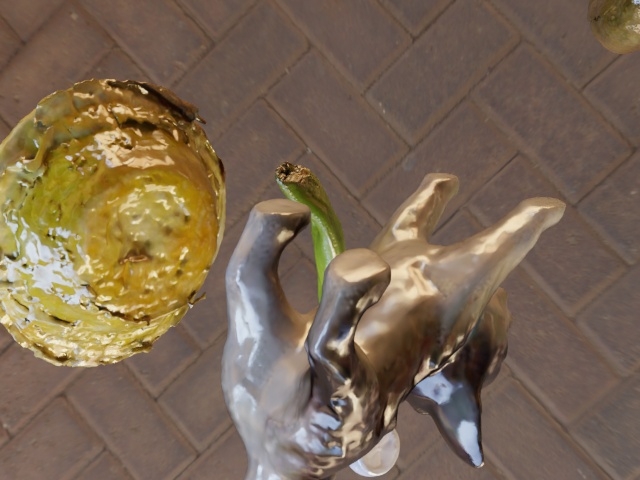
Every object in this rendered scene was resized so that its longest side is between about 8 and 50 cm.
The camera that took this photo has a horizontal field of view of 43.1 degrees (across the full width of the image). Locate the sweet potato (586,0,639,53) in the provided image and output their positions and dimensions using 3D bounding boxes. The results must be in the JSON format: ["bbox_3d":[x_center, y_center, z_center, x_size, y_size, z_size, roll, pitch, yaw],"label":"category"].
[{"bbox_3d":[0.241,-0.180,0.618,0.075,0.273,0.075,10,113,23],"label":"sweet potato"}]

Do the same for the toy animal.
[{"bbox_3d":[0.057,0.108,0.727,0.194,0.344,0.302,25,116,41],"label":"toy animal"}]

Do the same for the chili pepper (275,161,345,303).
[{"bbox_3d":[0.000,0.000,0.874,0.050,0.052,0.201,-11,121,9],"label":"chili pepper"}]

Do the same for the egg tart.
[{"bbox_3d":[-0.190,-0.009,0.787,0.116,0.295,0.294,19,91,46],"label":"egg tart"}]

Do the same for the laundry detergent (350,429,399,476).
[{"bbox_3d":[-0.012,0.281,1.219,0.159,0.335,0.088,35,71,-29],"label":"laundry detergent"}]
